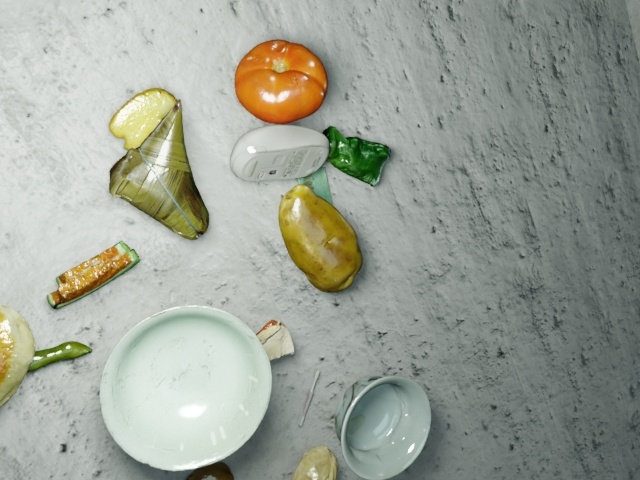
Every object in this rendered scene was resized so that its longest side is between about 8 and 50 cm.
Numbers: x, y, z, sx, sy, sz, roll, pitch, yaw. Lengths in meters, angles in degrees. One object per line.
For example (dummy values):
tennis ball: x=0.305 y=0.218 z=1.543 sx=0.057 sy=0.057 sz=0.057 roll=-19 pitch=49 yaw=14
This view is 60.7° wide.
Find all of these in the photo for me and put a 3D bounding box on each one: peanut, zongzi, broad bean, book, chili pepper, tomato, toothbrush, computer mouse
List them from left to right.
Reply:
broad bean: x=-0.718 y=0.303 z=1.391 sx=0.256 sy=0.053 sz=0.052 roll=-13 pitch=60 yaw=-27
zongzi: x=-0.361 y=-0.179 z=1.430 sx=0.286 sy=0.138 sz=0.300 roll=35 pitch=101 yaw=-27
computer mouse: x=-0.124 y=-0.258 z=1.569 sx=0.296 sy=0.184 sz=0.121 roll=-14 pitch=63 yaw=-25
tomato: x=-0.107 y=-0.431 z=1.526 sx=0.259 sy=0.180 sz=0.260 roll=0 pitch=63 yaw=1
peanut: x=-0.059 y=0.802 z=1.736 sx=0.313 sy=0.149 sz=0.149 roll=-44 pitch=113 yaw=-15
toothbrush: x=-0.038 y=0.510 z=1.781 sx=0.014 sy=0.017 sz=0.194 roll=19 pitch=87 yaw=-29
book: x=-0.020 y=-0.155 z=1.711 sx=0.103 sy=0.017 sz=0.135 roll=-19 pitch=105 yaw=-25
chili pepper: x=0.087 y=-0.277 z=1.710 sx=0.270 sy=0.099 sz=0.136 roll=18 pitch=113 yaw=-34

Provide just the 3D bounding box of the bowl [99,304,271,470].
bowl: x=-0.361 y=0.372 z=1.483 sx=0.434 sy=0.196 sz=0.435 roll=-1 pitch=95 yaw=-16

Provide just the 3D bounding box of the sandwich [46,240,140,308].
sandwich: x=-0.591 y=0.085 z=1.383 sx=0.235 sy=0.159 sz=0.079 roll=-33 pitch=89 yaw=2

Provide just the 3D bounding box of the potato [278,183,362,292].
potato: x=0.000 y=0.000 z=1.662 sx=0.195 sy=0.176 sz=0.369 roll=-25 pitch=114 yaw=21

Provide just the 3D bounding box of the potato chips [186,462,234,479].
potato chips: x=-0.345 y=0.764 z=1.638 sx=0.201 sy=0.049 sz=0.150 roll=-39 pitch=117 yaw=-24

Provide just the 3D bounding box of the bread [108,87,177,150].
bread: x=-0.455 y=-0.314 z=1.444 sx=0.187 sy=0.065 sz=0.149 roll=-43 pitch=121 yaw=-8

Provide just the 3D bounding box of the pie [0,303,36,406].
pie: x=-0.841 y=0.274 z=1.276 sx=0.315 sy=0.092 sz=0.315 roll=0 pitch=89 yaw=-13

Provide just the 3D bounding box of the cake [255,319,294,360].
cake: x=-0.186 y=0.314 z=1.642 sx=0.220 sy=0.086 sz=0.117 roll=-11 pitch=102 yaw=-26

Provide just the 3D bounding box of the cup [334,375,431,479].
cup: x=0.183 y=0.596 z=1.823 sx=0.347 sy=0.163 sz=0.347 roll=-4 pitch=98 yaw=-28
